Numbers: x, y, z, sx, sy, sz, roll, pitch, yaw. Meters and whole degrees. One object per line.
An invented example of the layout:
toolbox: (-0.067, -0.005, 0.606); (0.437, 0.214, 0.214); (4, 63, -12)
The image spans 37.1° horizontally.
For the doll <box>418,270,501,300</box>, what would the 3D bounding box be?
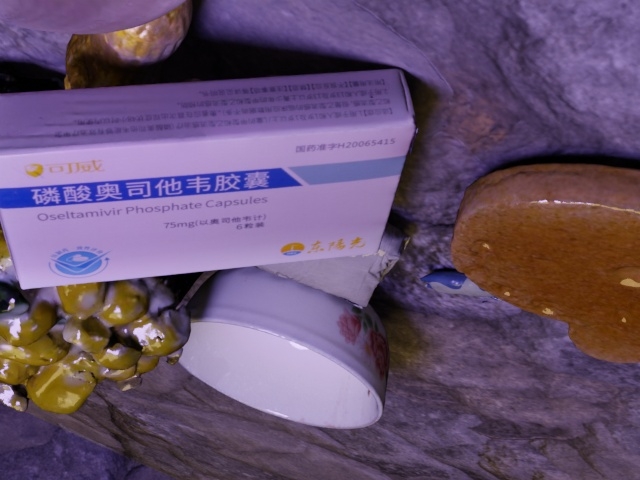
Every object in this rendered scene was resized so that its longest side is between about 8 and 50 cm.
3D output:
doll: (0.166, 0.048, 1.043); (0.125, 0.027, 0.037); (0, 153, 35)

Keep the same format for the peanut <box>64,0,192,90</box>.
peanut: (-0.169, -0.171, 0.829); (0.087, 0.087, 0.206); (30, 149, -15)

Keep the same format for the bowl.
bowl: (-0.036, 0.110, 1.170); (0.277, 0.145, 0.277); (18, 154, 9)

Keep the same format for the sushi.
sushi: (-0.309, 0.012, 1.039); (0.327, 0.285, 0.329); (3, 146, 31)

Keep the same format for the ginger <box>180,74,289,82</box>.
ginger: (-0.105, -0.102, 0.868); (0.258, 0.065, 0.149); (1, 149, -17)

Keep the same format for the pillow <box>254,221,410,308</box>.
pillow: (0.000, 0.000, 1.019); (0.181, 0.078, 0.134); (25, 147, -6)

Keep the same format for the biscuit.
biscuit: (0.295, 0.030, 0.888); (0.343, 0.057, 0.287); (10, 150, 20)

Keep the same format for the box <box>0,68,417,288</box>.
box: (-0.101, -0.050, 0.833); (0.343, 0.065, 0.200); (-5, 147, -11)

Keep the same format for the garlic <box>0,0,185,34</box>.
garlic: (-0.187, -0.260, 0.633); (0.279, 0.132, 0.325); (25, 150, -6)
